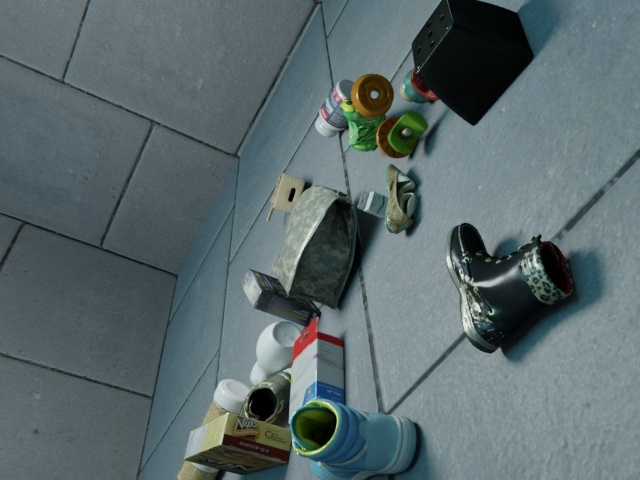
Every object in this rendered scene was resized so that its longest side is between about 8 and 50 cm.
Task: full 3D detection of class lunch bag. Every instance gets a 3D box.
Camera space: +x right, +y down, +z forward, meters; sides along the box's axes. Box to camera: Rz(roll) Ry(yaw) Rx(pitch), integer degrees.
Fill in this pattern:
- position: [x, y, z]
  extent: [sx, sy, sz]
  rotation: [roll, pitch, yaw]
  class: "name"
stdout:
- position: [0.000, 0.000, 1.685]
  extent: [0.235, 0.169, 0.287]
  rotation: [-141, 69, -70]
  class: "lunch bag"

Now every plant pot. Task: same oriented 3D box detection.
- position: [0.292, -0.384, 1.308]
  extent: [0.187, 0.167, 0.188]
  rotation: [-52, 26, 40]
  class: "plant pot"

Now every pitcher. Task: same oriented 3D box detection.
- position: [-0.112, 0.295, 1.771]
  extent: [0.207, 0.125, 0.178]
  rotation: [115, 179, -46]
  class: "pitcher"

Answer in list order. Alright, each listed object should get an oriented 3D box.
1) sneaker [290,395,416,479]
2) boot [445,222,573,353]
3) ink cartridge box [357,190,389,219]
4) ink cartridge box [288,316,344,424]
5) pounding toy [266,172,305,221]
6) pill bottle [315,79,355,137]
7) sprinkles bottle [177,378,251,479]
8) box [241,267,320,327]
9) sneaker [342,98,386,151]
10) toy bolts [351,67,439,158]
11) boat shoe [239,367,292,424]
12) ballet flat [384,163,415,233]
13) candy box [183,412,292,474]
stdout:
- position: [0.011, 0.372, 1.193]
  extent: [0.319, 0.208, 0.127]
  rotation: [-45, 31, 50]
  class: "sneaker"
- position: [0.289, 0.036, 0.996]
  extent: [0.178, 0.085, 0.236]
  rotation: [-47, 35, 42]
  class: "boot"
- position: [0.136, -0.086, 1.533]
  extent: [0.028, 0.083, 0.048]
  rotation: [-10, 60, 68]
  class: "ink cartridge box"
- position: [-0.009, 0.312, 1.509]
  extent: [0.134, 0.078, 0.231]
  rotation: [-51, 25, 39]
  class: "ink cartridge box"
- position: [-0.126, -0.141, 2.304]
  extent: [0.206, 0.094, 0.181]
  rotation: [-152, 79, -80]
  class: "pounding toy"
- position: [0.059, -0.419, 2.064]
  extent: [0.180, 0.108, 0.108]
  rotation: [-49, 27, 45]
  class: "pill bottle"
- position: [-0.324, 0.609, 1.982]
  extent: [0.355, 0.121, 0.121]
  rotation: [-65, 19, 11]
  class: "sprinkles bottle"
- position: [-0.116, 0.161, 1.800]
  extent: [0.056, 0.183, 0.231]
  rotation: [-67, 20, 6]
  class: "box"
- position: [0.123, -0.298, 1.680]
  extent: [0.295, 0.109, 0.124]
  rotation: [10, -96, -76]
  class: "sneaker"
- position: [0.180, -0.335, 1.542]
  extent: [0.228, 0.218, 0.158]
  rotation: [-52, 11, -8]
  class: "toy bolts"
- position: [-0.152, 0.431, 1.695]
  extent: [0.109, 0.091, 0.305]
  rotation: [57, 136, 13]
  class: "boat shoe"
- position: [0.188, -0.103, 1.468]
  extent: [0.067, 0.073, 0.206]
  rotation: [-21, 47, 28]
  class: "ballet flat"
- position: [-0.223, 0.541, 1.682]
  extent: [0.316, 0.183, 0.088]
  rotation: [-41, 32, 53]
  class: "candy box"
